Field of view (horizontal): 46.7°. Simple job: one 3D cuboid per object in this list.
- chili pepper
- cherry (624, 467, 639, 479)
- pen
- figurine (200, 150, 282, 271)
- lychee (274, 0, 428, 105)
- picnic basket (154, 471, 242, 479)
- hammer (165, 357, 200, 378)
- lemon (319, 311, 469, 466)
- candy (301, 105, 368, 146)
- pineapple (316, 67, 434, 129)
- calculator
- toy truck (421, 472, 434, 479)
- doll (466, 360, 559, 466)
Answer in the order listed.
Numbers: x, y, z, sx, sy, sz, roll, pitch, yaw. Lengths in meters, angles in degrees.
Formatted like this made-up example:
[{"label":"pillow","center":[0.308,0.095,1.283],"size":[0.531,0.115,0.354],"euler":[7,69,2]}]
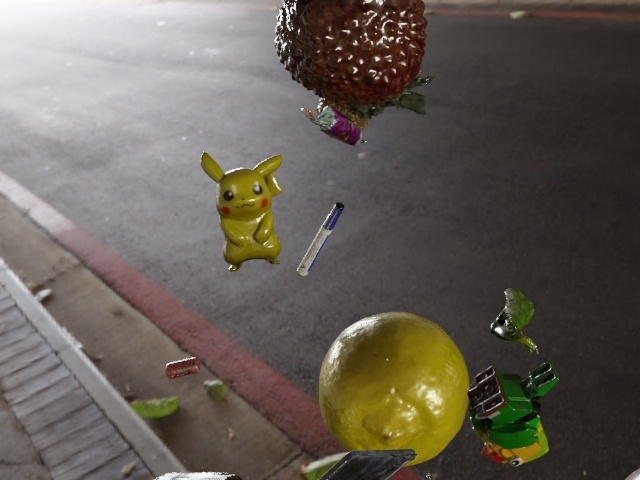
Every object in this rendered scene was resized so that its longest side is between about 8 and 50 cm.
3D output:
[{"label":"chili pepper","center":[0.404,0.170,1.540],"size":[0.076,0.085,0.359],"euler":[-40,-4,18]},{"label":"cherry","center":[0.685,0.566,1.505],"size":[0.239,0.206,0.239],"euler":[-28,1,1]},{"label":"pen","center":[0.000,0.000,1.471],"size":[0.025,0.204,0.025],"euler":[16,42,-16]},{"label":"figurine","center":[-0.192,-0.083,2.007],"size":[0.218,0.326,0.169],"euler":[-10,26,-9]},{"label":"lychee","center":[0.042,-0.360,1.238],"size":[0.264,0.300,0.264],"euler":[-41,20,19]},{"label":"picnic basket","center":[-0.256,0.557,1.483],"size":[0.297,0.222,0.129],"euler":[-13,18,34]},{"label":"hammer","center":[-0.329,0.306,1.772],"size":[0.083,0.043,0.043],"euler":[-11,23,-19]},{"label":"lemon","center":[0.156,0.312,1.591],"size":[0.348,0.347,0.348],"euler":[-9,25,4]},{"label":"candy","center":[0.029,-0.185,1.200],"size":[0.045,0.043,0.175],"euler":[30,7,30]},{"label":"pineapple","center":[0.109,-0.285,1.532],"size":[0.119,0.130,0.277],"euler":[-52,21,-24]},{"label":"calculator","center":[0.034,0.426,1.261],"size":[0.161,0.261,0.021],"euler":[14,39,-41]},{"label":"toy truck","center":[0.222,0.535,1.586],"size":[0.032,0.083,0.024],"euler":[26,28,5]},{"label":"doll","center":[0.302,0.277,1.157],"size":[0.135,0.186,0.106],"euler":[-13,34,4]}]
